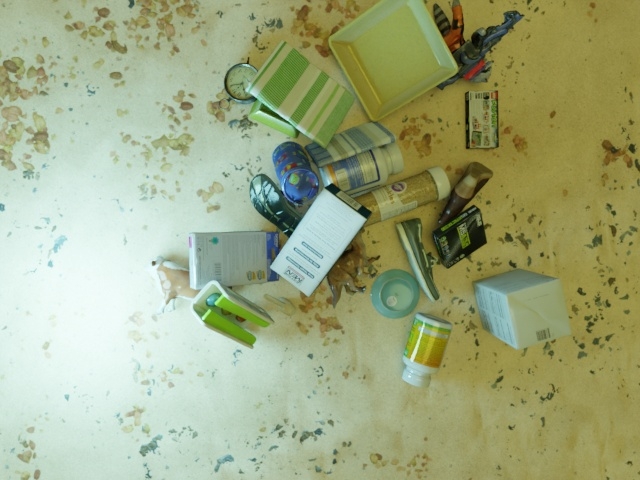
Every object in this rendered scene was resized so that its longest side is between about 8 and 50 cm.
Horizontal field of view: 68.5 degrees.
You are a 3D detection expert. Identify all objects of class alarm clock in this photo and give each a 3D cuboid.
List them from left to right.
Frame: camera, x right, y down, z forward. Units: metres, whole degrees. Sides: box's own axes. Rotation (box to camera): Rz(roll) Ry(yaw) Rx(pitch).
[{"bbox_3d":[-0.275,-0.521,1.609,0.192,0.064,0.129,-43,87,3],"label":"alarm clock"}]

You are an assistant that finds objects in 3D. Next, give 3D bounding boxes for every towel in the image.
[{"bbox_3d":[-0.060,-0.497,1.596,0.325,0.038,0.247,35,69,-12],"label":"towel"},{"bbox_3d":[0.099,-0.329,1.603,0.285,0.209,0.034,-21,122,-4],"label":"towel"}]

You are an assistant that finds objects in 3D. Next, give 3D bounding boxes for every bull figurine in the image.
[{"bbox_3d":[-0.469,0.170,1.623,0.311,0.101,0.188,15,95,-6],"label":"bull figurine"}]

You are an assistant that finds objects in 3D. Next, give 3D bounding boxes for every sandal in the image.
[{"bbox_3d":[-0.134,-0.111,1.648,0.120,0.086,0.302,-26,117,32],"label":"sandal"}]

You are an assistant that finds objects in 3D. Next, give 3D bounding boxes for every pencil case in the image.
[{"bbox_3d":[-0.081,-0.227,1.539,0.133,0.306,0.119,32,107,-26],"label":"pencil case"}]

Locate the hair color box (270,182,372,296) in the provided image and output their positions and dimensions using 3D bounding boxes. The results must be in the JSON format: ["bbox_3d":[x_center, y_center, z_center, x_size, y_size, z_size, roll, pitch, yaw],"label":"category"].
[{"bbox_3d":[0.000,0.000,1.565,0.174,0.105,0.347,37,113,4],"label":"hair color box"}]

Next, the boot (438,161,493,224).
[{"bbox_3d":[0.517,-0.171,1.696,0.090,0.248,0.206,38,126,16],"label":"boot"}]

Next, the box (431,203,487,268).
[{"bbox_3d":[0.503,-0.010,1.688,0.184,0.045,0.190,-31,134,-1],"label":"box"}]

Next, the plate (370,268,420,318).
[{"bbox_3d":[0.280,0.200,1.739,0.188,0.024,0.188,0,94,-7],"label":"plate"}]

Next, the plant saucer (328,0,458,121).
[{"bbox_3d":[0.248,-0.632,1.606,0.333,0.081,0.332,-27,97,23],"label":"plant saucer"}]

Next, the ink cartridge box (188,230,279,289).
[{"bbox_3d":[-0.290,0.061,1.608,0.311,0.065,0.185,-2,92,-31],"label":"ink cartridge box"}]

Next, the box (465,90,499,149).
[{"bbox_3d":[0.592,-0.441,1.721,0.114,0.036,0.206,-2,94,-6],"label":"box"}]

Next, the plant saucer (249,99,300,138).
[{"bbox_3d":[-0.130,-0.482,1.640,0.188,0.045,0.188,24,91,-7],"label":"plant saucer"}]

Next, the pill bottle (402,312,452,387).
[{"bbox_3d":[0.379,0.398,1.705,0.137,0.136,0.245,16,92,-7],"label":"pill bottle"}]

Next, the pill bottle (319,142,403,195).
[{"bbox_3d":[0.142,-0.248,1.631,0.272,0.152,0.152,-19,96,-5],"label":"pill bottle"}]

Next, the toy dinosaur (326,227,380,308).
[{"bbox_3d":[0.088,0.084,1.665,0.200,0.127,0.295,34,94,-7],"label":"toy dinosaur"}]

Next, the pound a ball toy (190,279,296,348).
[{"bbox_3d":[-0.256,0.225,1.590,0.208,0.136,0.319,-50,140,-2],"label":"pound a ball toy"}]

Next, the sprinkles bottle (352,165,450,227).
[{"bbox_3d":[0.275,-0.150,1.666,0.356,0.121,0.121,-21,96,-4],"label":"sprinkles bottle"}]

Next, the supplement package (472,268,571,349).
[{"bbox_3d":[0.702,0.233,1.663,0.200,0.263,0.197,-15,96,-4],"label":"supplement package"}]

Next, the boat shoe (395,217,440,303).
[{"bbox_3d":[0.374,0.070,1.695,0.099,0.116,0.319,-24,91,0],"label":"boat shoe"}]

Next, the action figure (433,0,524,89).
[{"bbox_3d":[0.512,-0.705,1.631,0.341,0.178,0.330,-31,102,22],"label":"action figure"}]
